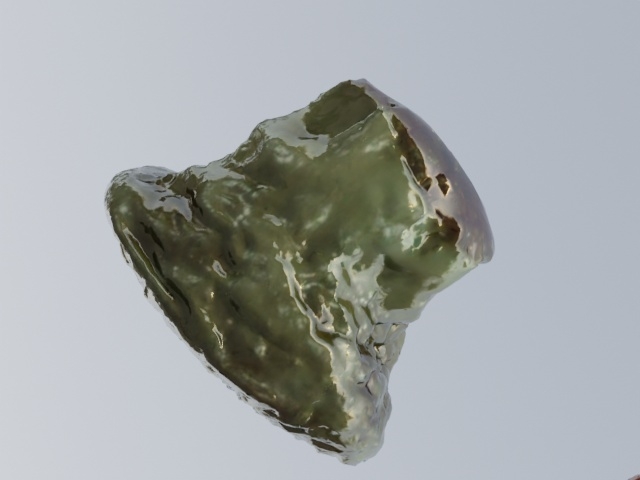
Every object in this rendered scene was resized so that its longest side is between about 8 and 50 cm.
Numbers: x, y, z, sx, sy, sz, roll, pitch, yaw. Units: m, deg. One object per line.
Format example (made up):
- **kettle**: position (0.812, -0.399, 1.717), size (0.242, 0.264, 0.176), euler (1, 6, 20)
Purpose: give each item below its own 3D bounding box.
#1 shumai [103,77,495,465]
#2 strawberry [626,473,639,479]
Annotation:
- **shumai**: position (0.000, 0.000, 1.194), size (0.323, 0.324, 0.397), euler (-44, -105, 7)
- **strawberry**: position (0.160, 0.182, 0.499), size (0.107, 0.175, 0.235), euler (18, -85, 45)
